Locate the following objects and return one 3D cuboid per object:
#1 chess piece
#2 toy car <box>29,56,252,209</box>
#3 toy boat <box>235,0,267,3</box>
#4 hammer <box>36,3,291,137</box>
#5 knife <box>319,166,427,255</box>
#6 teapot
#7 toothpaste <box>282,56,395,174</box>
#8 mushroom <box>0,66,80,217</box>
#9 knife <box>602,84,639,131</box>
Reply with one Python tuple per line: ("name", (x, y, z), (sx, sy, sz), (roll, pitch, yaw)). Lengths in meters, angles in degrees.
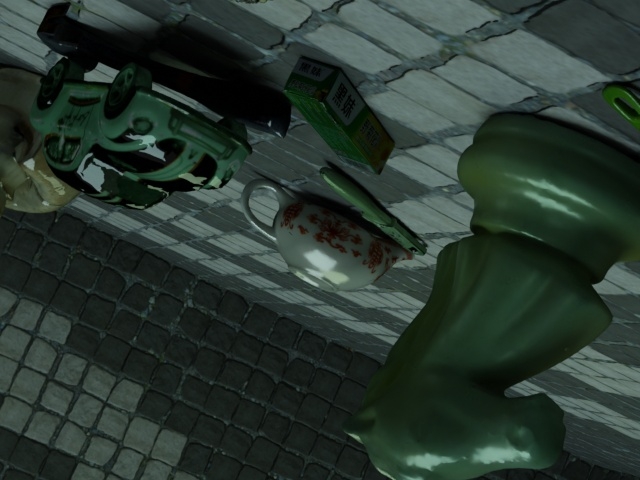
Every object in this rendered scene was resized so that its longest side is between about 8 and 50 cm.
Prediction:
("chess piece", (0.142, 0.064, 0.969), (0.176, 0.298, 0.176), (26, 172, 4))
("toy car", (-0.192, -0.096, 1.232), (0.136, 0.125, 0.306), (28, 175, -34))
("toy boat", (-0.121, -0.192, 0.803), (0.200, 0.057, 0.077), (7, 167, -24))
("hammer", (-0.158, -0.168, 1.243), (0.290, 0.037, 0.137), (22, 173, 19))
("knife", (0.065, -0.032, 1.508), (0.043, 0.019, 0.293), (16, 169, 34))
("teapot", (0.000, 0.000, 1.651), (0.245, 0.116, 0.159), (33, 180, -17))
("toothpaste", (0.020, -0.109, 1.118), (0.043, 0.037, 0.178), (24, 172, 24))
("mushroom", (-0.416, -0.108, 1.693), (0.254, 0.195, 0.189), (3, 154, 32))
("knife", (0.257, -0.059, 0.829), (0.166, 0.022, 0.078), (26, 166, -18))
